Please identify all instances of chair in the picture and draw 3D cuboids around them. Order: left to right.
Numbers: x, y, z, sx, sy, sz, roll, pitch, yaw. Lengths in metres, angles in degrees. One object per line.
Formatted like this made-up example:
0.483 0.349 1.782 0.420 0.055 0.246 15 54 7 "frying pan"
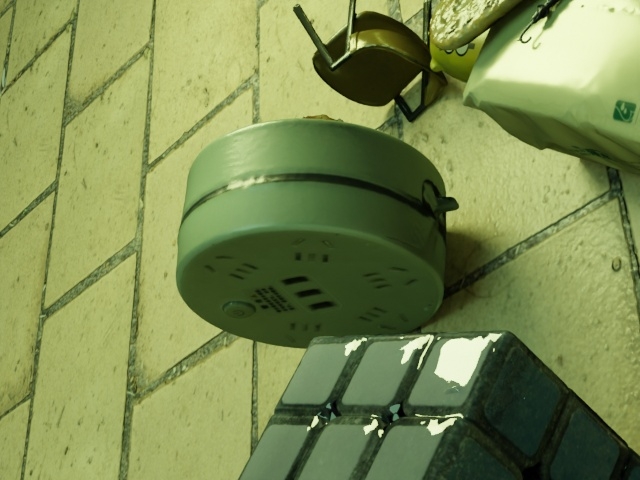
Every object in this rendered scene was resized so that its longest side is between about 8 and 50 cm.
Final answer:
0.082 -0.268 1.953 0.172 0.158 0.247 -39 39 30 "chair"

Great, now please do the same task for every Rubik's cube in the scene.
0.111 0.287 1.336 0.303 0.301 0.305 -10 44 52 "Rubik's cube"

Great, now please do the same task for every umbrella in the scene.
0.249 -0.259 1.457 0.122 0.013 0.022 -52 45 15 "umbrella"

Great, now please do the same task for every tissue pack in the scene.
0.225 -0.253 1.771 0.178 0.123 0.127 26 90 57 "tissue pack"
0.364 -0.214 1.469 0.380 0.207 0.297 22 87 58 "tissue pack"

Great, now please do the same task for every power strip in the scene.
0.000 0.000 1.725 0.357 0.357 0.161 -28 48 42 "power strip"

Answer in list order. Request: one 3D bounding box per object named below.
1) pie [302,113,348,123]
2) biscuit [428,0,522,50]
-0.030 -0.052 2.025 0.308 0.085 0.308 -28 47 36 "pie"
0.209 -0.298 1.530 0.247 0.029 0.118 -35 38 36 "biscuit"
